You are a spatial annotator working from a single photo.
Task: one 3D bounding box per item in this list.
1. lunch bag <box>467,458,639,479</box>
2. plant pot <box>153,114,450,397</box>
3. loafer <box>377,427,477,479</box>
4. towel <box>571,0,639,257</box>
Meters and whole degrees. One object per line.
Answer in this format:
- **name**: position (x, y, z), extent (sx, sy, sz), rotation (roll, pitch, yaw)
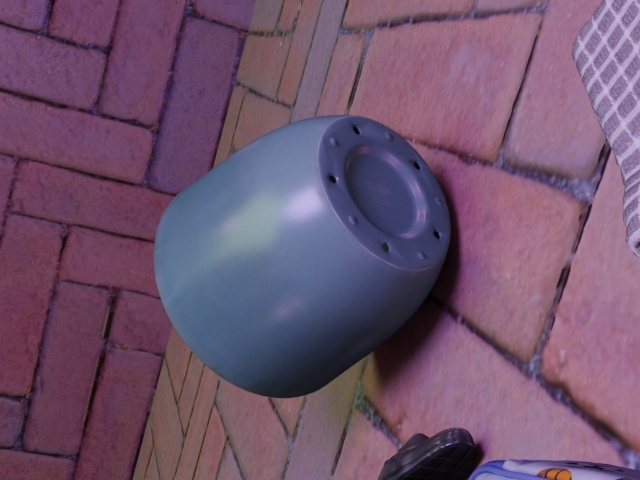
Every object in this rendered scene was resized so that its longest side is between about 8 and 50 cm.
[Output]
- **lunch bag**: position (0.185, 0.259, 0.452), extent (0.303, 0.115, 0.243), rotation (164, 115, -69)
- **plant pot**: position (0.000, 0.000, 0.887), extent (0.235, 0.293, 0.293), rotation (-35, 44, 42)
- **loafer**: position (0.098, 0.219, 0.791), extent (0.170, 0.062, 0.061), rotation (126, 155, -46)
- **towel**: position (0.266, -0.129, 0.450), extent (0.235, 0.121, 0.283), rotation (-95, 26, -42)
